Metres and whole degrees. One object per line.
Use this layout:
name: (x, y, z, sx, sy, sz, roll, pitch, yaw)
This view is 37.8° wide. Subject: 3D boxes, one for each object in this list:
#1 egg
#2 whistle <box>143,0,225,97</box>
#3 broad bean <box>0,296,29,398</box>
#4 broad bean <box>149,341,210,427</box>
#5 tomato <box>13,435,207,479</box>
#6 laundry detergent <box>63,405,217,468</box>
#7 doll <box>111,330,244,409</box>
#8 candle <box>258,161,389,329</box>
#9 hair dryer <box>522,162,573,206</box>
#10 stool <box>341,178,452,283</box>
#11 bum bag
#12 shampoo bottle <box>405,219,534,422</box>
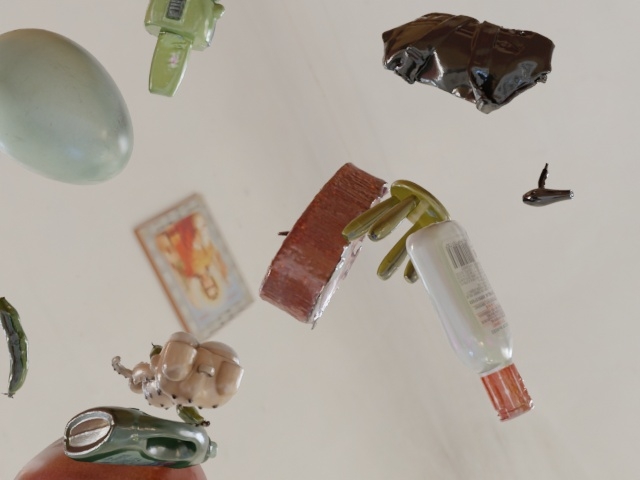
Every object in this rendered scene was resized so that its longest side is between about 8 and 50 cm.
egg: (-0.365, -0.180, 1.281, 0.183, 0.264, 0.183, -44, 162, -18)
whistle: (-0.176, -0.295, 1.211, 0.105, 0.227, 0.085, 13, 175, 5)
broad bean: (-0.659, 0.231, 1.998, 0.069, 0.226, 0.039, 3, -171, 10)
broad bean: (-0.316, 0.318, 2.031, 0.053, 0.052, 0.256, -26, -130, -17)
tomato: (-0.336, 0.416, 1.366, 0.341, 0.273, 0.341, -46, 167, -14)
laundry detergent: (-0.209, 0.257, 1.199, 0.137, 0.063, 0.211, -26, 147, 37)
doll: (-0.243, 0.227, 1.572, 0.278, 0.154, 0.119, -15, -128, 50)
candle: (0.000, 0.000, 1.574, 0.287, 0.131, 0.317, -59, 176, 1)
hair dryer: (0.354, -0.090, 1.439, 0.079, 0.031, 0.083, -6, -127, 36)
stool: (0.113, -0.012, 1.317, 0.110, 0.134, 0.135, -45, 153, -17)
bum bag: (0.212, -0.288, 1.465, 0.326, 0.080, 0.142, 26, -101, 43)
shampoo bottle: (0.165, 0.086, 1.007, 0.051, 0.221, 0.108, -28, 172, 30)
